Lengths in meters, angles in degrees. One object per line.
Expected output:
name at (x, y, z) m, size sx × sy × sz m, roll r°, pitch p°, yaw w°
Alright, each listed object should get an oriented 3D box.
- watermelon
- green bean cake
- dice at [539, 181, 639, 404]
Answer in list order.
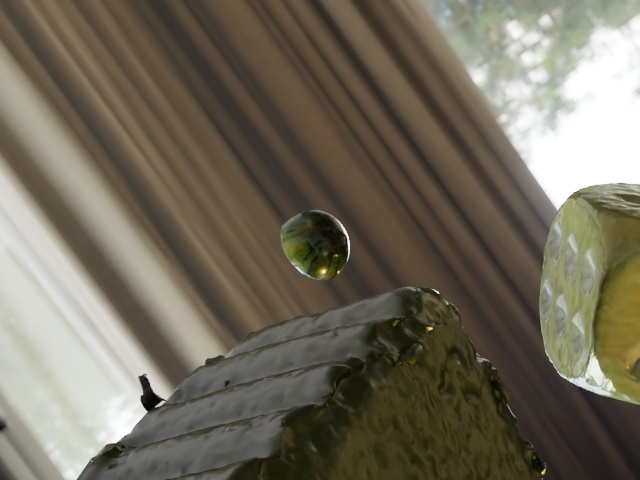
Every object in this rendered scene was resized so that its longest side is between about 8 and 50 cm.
watermelon at (0.000, 0.000, 2.096) m, size 0.062 × 0.105 × 0.105 m, roll -40°, pitch -179°, yaw 44°
green bean cake at (0.000, 0.219, 0.864) m, size 0.218 × 0.335 × 0.319 m, roll -23°, pitch -171°, yaw 32°
dice at (0.301, 0.045, 1.363) m, size 0.169 × 0.166 × 0.169 m, roll 4°, pitch -166°, yaw -9°
